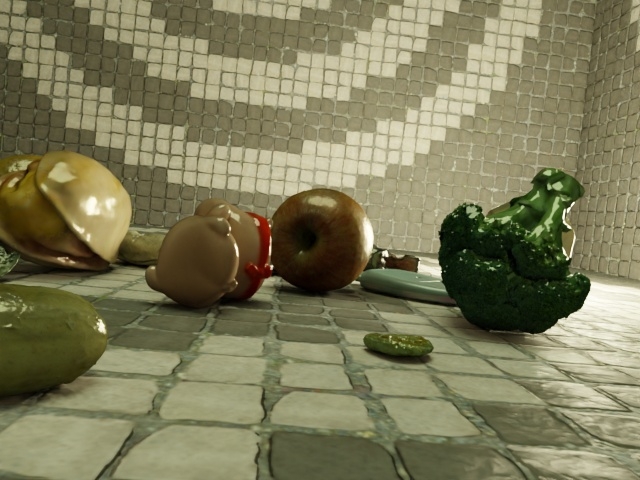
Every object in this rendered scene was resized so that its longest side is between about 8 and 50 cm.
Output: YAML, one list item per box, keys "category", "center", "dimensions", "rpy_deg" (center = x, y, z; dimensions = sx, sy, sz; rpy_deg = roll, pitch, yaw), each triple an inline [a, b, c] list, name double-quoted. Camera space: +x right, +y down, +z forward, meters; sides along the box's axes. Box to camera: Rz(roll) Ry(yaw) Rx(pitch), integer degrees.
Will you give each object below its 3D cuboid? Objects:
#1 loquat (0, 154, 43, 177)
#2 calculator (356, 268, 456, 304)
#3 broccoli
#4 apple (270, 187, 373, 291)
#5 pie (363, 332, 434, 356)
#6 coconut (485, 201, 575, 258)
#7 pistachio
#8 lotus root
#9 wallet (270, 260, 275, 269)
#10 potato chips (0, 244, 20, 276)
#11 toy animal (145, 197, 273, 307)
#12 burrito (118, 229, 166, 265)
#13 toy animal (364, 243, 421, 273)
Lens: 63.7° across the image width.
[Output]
- category: "loquat"
  center: [-0.644, -0.080, 1.159]
  dimensions: [0.243, 0.244, 0.244]
  rpy_deg: [6, 3, 0]
- category: "calculator"
  center: [0.196, 0.096, 1.124]
  dimensions: [0.298, 0.041, 0.185]
  rpy_deg: [10, 5, 43]
- category: "broccoli"
  center: [0.301, 0.012, 0.810]
  dimensions: [0.270, 0.270, 0.270]
  rpy_deg: [34, -2, 1]
- category: "apple"
  center: [0.000, 0.000, 1.031]
  dimensions: [0.211, 0.211, 0.188]
  rpy_deg: [6, 5, 13]
- category: "pie"
  center: [0.091, 0.121, 0.595]
  dimensions: [0.084, 0.021, 0.084]
  rpy_deg: [5, -2, 0]
- category: "coconut"
  center: [0.436, 0.025, 1.109]
  dimensions: [0.236, 0.237, 0.197]
  rpy_deg: [5, 44, -23]
- category: "pistachio"
  center: [-0.475, -0.045, 0.967]
  dimensions: [0.229, 0.230, 0.309]
  rpy_deg: [6, -2, -1]
- category: "lotus root"
  center: [-0.245, 0.069, 0.362]
  dimensions: [0.183, 0.077, 0.090]
  rpy_deg: [5, 2, -43]
- category: "wallet"
  center: [-0.222, 0.037, 1.266]
  dimensions: [0.321, 0.044, 0.170]
  rpy_deg: [8, -8, 25]
- category: "potato chips"
  center: [-0.550, 0.020, 0.744]
  dimensions: [0.209, 0.026, 0.142]
  rpy_deg: [16, 27, -40]
- category: "toy animal"
  center: [-0.155, 0.021, 0.796]
  dimensions: [0.171, 0.171, 0.197]
  rpy_deg: [7, 5, 19]
- category: "burrito"
  center: [-0.325, 0.029, 1.125]
  dimensions: [0.392, 0.076, 0.117]
  rpy_deg: [9, -2, 23]
- category: "toy animal"
  center: [0.126, 0.043, 1.507]
  dimensions: [0.168, 0.106, 0.343]
  rpy_deg: [13, 5, -34]
